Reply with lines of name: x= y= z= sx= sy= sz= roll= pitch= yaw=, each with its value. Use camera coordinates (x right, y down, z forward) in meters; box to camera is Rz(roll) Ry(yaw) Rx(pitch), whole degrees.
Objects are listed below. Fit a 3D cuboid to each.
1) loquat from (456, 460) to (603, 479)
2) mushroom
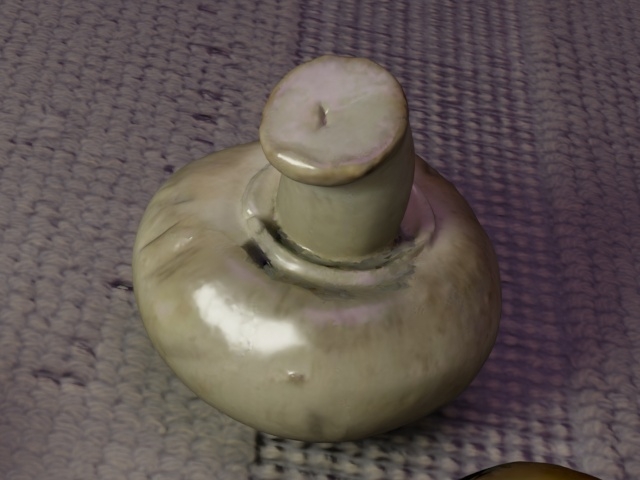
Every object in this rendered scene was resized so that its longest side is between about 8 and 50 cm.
loquat: x=0.144 y=0.277 z=0.934 sx=0.263 sy=0.263 sz=0.263 roll=9 pitch=38 yaw=-7
mushroom: x=-0.003 y=0.033 z=1.177 sx=0.315 sy=0.315 sz=0.356 roll=17 pitch=4 yaw=4
